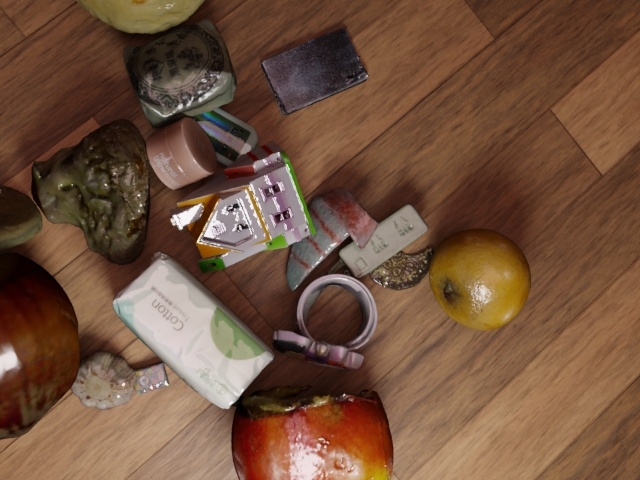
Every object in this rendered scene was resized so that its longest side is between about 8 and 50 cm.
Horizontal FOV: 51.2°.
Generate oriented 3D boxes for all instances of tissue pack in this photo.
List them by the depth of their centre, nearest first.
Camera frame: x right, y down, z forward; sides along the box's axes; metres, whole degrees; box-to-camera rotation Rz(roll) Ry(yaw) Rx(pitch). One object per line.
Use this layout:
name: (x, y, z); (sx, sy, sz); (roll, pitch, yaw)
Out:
tissue pack: (-0.305, 0.210, 1.570); (0.356, 0.266, 0.194); (44, 76, -5)
tissue pack: (-0.423, 0.341, 1.659); (0.083, 0.035, 0.063); (-16, 90, -10)

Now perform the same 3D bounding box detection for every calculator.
calculator: (-0.014, -0.452, 1.778); (0.261, 0.021, 0.161); (-24, 91, -11)

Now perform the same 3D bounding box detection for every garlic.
garlic: (-0.521, 0.335, 1.611); (0.159, 0.102, 0.147); (0, 101, 2)

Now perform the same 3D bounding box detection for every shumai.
shumai: (-0.545, -0.120, 1.569); (0.282, 0.217, 0.346); (4, 89, -10)

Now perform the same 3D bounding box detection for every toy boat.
toy boat: (0.000, 0.000, 1.717); (0.282, 0.096, 0.206); (-47, 61, 5)

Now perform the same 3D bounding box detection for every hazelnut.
hazelnut: (-0.741, 0.228, 1.432); (0.429, 0.402, 0.402); (-22, 91, -23)

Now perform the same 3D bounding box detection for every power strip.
power strip: (0.143, 0.017, 1.745); (0.288, 0.053, 0.093); (-35, 85, -2)

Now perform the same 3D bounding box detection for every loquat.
loquat: (0.406, 0.098, 1.706); (0.262, 0.263, 0.263); (0, 87, -10)

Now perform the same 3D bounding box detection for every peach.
peach: (-0.018, 0.467, 1.539); (0.417, 0.339, 0.353); (53, 41, -27)

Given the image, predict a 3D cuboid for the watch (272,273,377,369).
watch: (0.015, 0.196, 1.673); (0.244, 0.196, 0.232); (16, 78, -5)

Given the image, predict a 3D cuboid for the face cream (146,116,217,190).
face cream: (-0.329, -0.206, 1.593); (0.104, 0.149, 0.149); (-23, 91, 16)

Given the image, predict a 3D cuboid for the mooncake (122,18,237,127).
mooncake: (-0.336, -0.411, 1.621); (0.250, 0.136, 0.255); (-21, 62, -6)

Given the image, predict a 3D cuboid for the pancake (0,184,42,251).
pancake: (-0.784, -0.050, 1.516); (0.294, 0.294, 0.050); (8, 122, -9)

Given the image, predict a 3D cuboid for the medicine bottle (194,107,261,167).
medicine bottle: (-0.230, -0.251, 1.698); (0.228, 0.083, 0.121); (29, 87, -8)

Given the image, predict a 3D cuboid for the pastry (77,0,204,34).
pastry: (-0.434, -0.689, 1.565); (0.388, 0.312, 0.389); (1, 85, -10)

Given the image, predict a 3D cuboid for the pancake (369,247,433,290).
pancake: (0.203, 0.044, 1.792); (0.184, 0.020, 0.190); (-41, 95, -9)

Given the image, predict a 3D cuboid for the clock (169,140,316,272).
clock: (-0.202, -0.071, 1.629); (0.309, 0.166, 0.235); (-26, 120, -11)
